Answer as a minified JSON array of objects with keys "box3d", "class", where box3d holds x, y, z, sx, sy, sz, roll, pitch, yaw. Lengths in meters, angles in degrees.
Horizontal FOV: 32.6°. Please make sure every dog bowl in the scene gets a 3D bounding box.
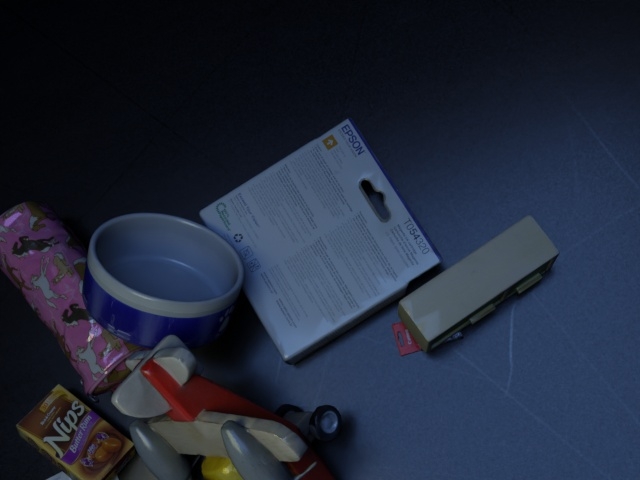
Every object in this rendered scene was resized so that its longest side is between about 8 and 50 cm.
[{"box3d":[-0.269,0.067,1.864,0.265,0.265,0.104,28,122,15],"class":"dog bowl"}]

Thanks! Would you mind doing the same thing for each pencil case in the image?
[{"box3d":[-0.452,0.103,1.965,0.167,0.160,0.386,-42,75,8],"class":"pencil case"}]

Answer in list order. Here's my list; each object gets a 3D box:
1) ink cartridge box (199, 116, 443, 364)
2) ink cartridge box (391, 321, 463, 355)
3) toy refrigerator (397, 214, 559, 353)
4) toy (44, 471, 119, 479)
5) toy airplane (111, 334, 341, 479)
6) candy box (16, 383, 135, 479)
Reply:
[{"box3d":[0.000,0.000,1.951,0.330,0.071,0.324,-31,73,1],"class":"ink cartridge box"},{"box3d":[0.185,0.156,1.904,0.115,0.029,0.063,-17,75,6],"class":"ink cartridge box"},{"box3d":[0.267,0.078,1.847,0.269,0.102,0.094,-34,74,-8],"class":"toy refrigerator"},{"box3d":[-0.401,0.505,1.925,0.137,0.056,0.237,-27,75,3],"class":"toy"},{"box3d":[-0.175,0.331,1.750,0.384,0.386,0.272,15,69,14],"class":"toy airplane"},{"box3d":[-0.435,0.355,1.945,0.186,0.053,0.109,34,60,16],"class":"candy box"}]
